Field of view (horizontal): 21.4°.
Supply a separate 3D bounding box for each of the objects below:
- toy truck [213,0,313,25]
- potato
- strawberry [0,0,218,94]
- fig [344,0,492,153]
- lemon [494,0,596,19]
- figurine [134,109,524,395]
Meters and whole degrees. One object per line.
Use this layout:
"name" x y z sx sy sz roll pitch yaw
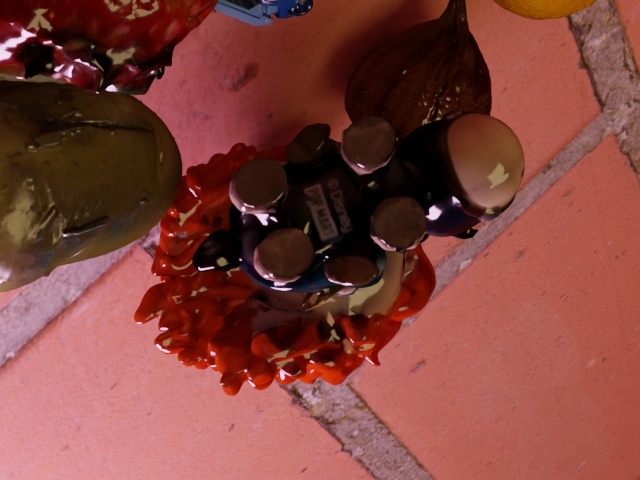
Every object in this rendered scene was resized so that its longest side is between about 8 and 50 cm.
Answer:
"toy truck" -0.056 -0.216 1.442 0.090 0.056 0.073 -21 148 -12
"potato" -0.222 -0.045 1.360 0.248 0.143 0.169 -13 147 -40
"strawberry" -0.163 -0.245 1.151 0.238 0.250 0.288 9 101 -13
"fig" 0.115 -0.175 1.611 0.146 0.134 0.201 -5 121 -62
"lemon" 0.216 -0.280 1.586 0.187 0.142 0.142 -19 139 -41
"figurine" 0.008 -0.006 1.478 0.306 0.241 0.412 -33 176 -31
